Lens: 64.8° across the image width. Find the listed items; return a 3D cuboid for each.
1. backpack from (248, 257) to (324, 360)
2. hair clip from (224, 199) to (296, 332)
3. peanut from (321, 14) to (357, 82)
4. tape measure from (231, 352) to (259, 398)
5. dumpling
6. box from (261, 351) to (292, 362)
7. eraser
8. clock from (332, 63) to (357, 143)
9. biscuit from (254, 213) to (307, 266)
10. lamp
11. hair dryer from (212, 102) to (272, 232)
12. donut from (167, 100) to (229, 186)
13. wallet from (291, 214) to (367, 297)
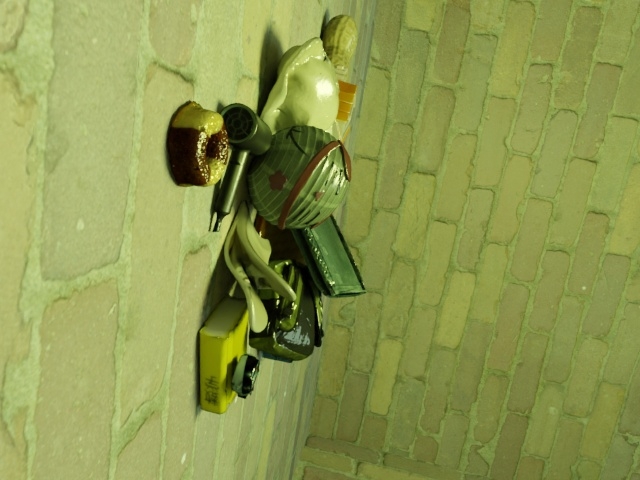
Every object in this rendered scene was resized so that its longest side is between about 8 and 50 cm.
[{"bbox_3d":[-0.081,0.167,1.267,0.207,0.140,0.253,34,54,-52],"label":"backpack"},{"bbox_3d":[-0.145,0.069,1.133,0.282,0.113,0.172,60,-5,39],"label":"hair clip"},{"bbox_3d":[0.047,-0.599,1.678,0.136,0.120,0.298,41,62,-75],"label":"peanut"},{"bbox_3d":[-0.164,0.297,1.114,0.094,0.054,0.091,98,6,-62],"label":"tape measure"},{"bbox_3d":[-0.068,-0.341,1.232,0.243,0.187,0.318,-37,149,-11],"label":"dumpling"},{"bbox_3d":[-0.111,0.201,1.609,0.261,0.116,0.279,88,15,-48],"label":"box"},{"bbox_3d":[-0.216,0.258,1.141,0.158,0.069,0.226,-69,167,-62],"label":"eraser"},{"bbox_3d":[0.008,-0.373,1.548,0.235,0.166,0.309,-68,173,-55],"label":"clock"},{"bbox_3d":[-0.089,0.010,1.421,0.318,0.040,0.318,0,90,-59],"label":"biscuit"},{"bbox_3d":[-0.044,-0.143,1.159,0.265,0.233,0.233,-56,-177,27],"label":"lamp"},{"bbox_3d":[-0.170,-0.134,1.020,0.195,0.078,0.248,1,109,-83],"label":"hair dryer"},{"bbox_3d":[-0.194,-0.152,0.817,0.140,0.059,0.140,12,90,-79],"label":"donut"},{"bbox_3d":[0.000,0.000,1.363,0.237,0.075,0.342,4,57,-63],"label":"wallet"}]
